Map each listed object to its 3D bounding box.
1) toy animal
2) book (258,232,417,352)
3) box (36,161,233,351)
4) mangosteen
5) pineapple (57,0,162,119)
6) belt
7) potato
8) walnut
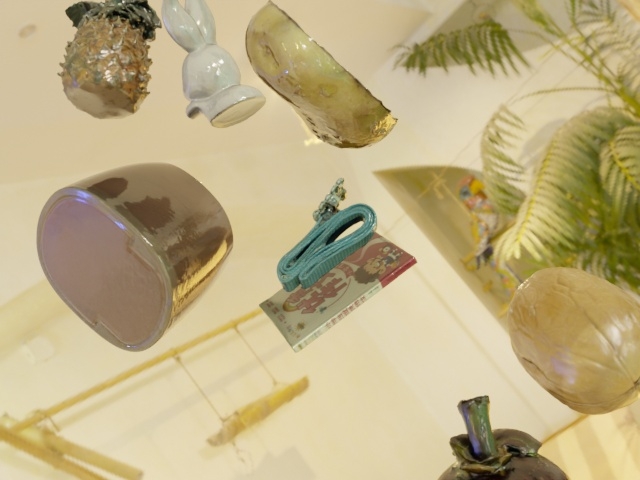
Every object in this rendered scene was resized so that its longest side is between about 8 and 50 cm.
[{"bbox_3d":[-0.193,-0.289,1.134,0.103,0.221,0.130,-29,-2,-42],"label":"toy animal"},{"bbox_3d":[0.023,0.070,1.112,0.231,0.022,0.162,-35,27,-9],"label":"book"},{"bbox_3d":[-0.305,0.012,1.215,0.216,0.301,0.301,-38,-8,-49],"label":"box"},{"bbox_3d":[0.248,0.369,1.019,0.231,0.289,0.231,-26,1,0],"label":"mangosteen"},{"bbox_3d":[-0.356,-0.360,1.193,0.170,0.310,0.141,-1,-25,6],"label":"pineapple"},{"bbox_3d":[-0.001,-0.002,1.057,0.179,0.100,0.065,-39,-21,-12],"label":"belt"},{"bbox_3d":[-0.007,-0.168,0.768,0.081,0.164,0.200,-45,-50,10],"label":"potato"},{"bbox_3d":[0.325,0.121,0.876,0.165,0.165,0.197,-38,28,-6],"label":"walnut"}]
